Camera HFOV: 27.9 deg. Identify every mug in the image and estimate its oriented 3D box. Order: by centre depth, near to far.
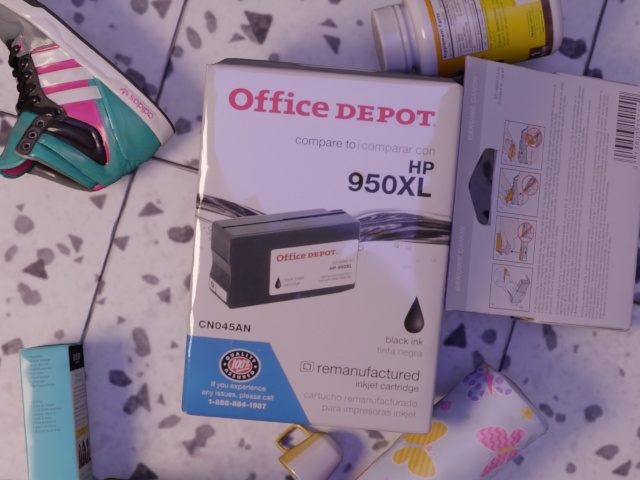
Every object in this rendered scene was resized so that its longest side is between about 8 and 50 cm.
[{"bbox_3d":[-0.012,0.258,1.545,0.064,0.062,0.078,-42,96,-11],"label":"mug"}]

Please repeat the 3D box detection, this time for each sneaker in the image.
[{"bbox_3d":[-0.339,-0.162,1.527,0.295,0.124,0.178,40,77,-1],"label":"sneaker"}]

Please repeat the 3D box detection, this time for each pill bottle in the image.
[{"bbox_3d":[0.173,-0.258,1.543,0.214,0.117,0.117,-13,88,-2],"label":"pill bottle"}]

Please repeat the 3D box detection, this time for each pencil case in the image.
[{"bbox_3d":[0.142,0.270,1.518,0.273,0.113,0.124,-44,132,-3],"label":"pencil case"}]

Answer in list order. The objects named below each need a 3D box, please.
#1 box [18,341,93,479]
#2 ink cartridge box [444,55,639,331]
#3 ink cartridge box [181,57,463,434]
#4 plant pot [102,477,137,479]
[{"bbox_3d":[-0.308,0.244,1.515,0.060,0.100,0.244,-5,87,-1],"label":"box"},{"bbox_3d":[0.257,-0.051,1.520,0.261,0.066,0.296,7,87,-23],"label":"ink cartridge box"},{"bbox_3d":[0.000,0.000,1.468,0.285,0.166,0.395,4,98,0],"label":"ink cartridge box"},{"bbox_3d":[-0.153,0.394,1.457,0.207,0.228,0.227,3,87,-9],"label":"plant pot"}]
